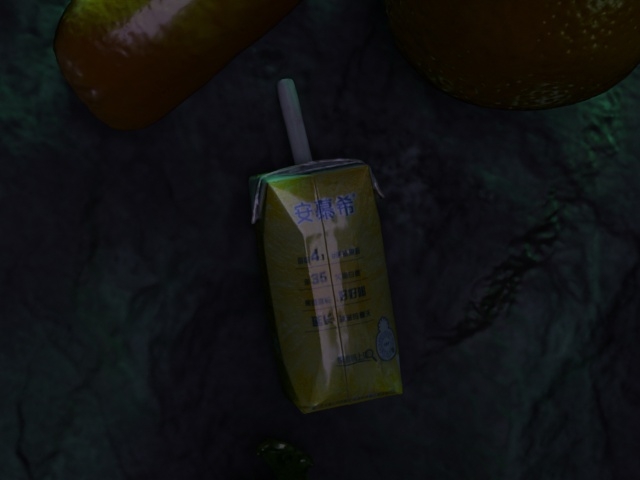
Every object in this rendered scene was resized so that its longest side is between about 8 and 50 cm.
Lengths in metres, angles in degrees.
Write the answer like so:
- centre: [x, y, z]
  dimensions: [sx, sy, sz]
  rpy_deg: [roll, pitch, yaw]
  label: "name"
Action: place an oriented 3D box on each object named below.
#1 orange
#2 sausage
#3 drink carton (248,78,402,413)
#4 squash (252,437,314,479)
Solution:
- centre: [0.137, -0.193, 0.995]
  dimensions: [0.179, 0.158, 0.237]
  rpy_deg: [13, 92, -13]
  label: "orange"
- centre: [-0.057, -0.166, 0.998]
  dimensions: [0.238, 0.098, 0.098]
  rpy_deg: [-41, 101, -3]
  label: "sausage"
- centre: [0.000, 0.000, 1.033]
  dimensions: [0.084, 0.074, 0.200]
  rpy_deg: [-11, 98, -9]
  label: "drink carton"
- centre: [-0.079, 0.304, 1.023]
  dimensions: [0.101, 0.101, 0.379]
  rpy_deg: [21, 83, -12]
  label: "squash"
